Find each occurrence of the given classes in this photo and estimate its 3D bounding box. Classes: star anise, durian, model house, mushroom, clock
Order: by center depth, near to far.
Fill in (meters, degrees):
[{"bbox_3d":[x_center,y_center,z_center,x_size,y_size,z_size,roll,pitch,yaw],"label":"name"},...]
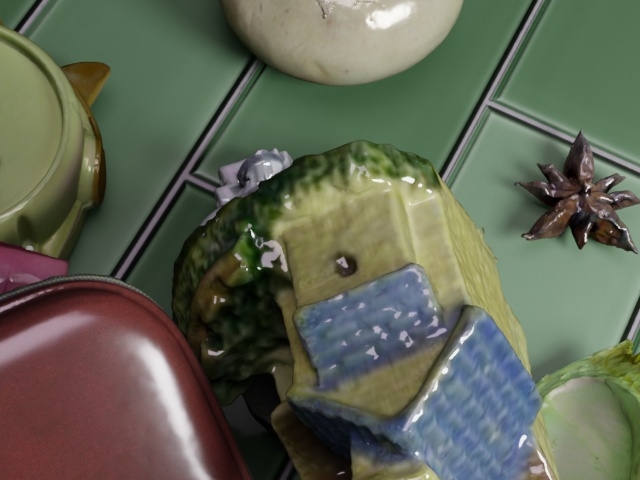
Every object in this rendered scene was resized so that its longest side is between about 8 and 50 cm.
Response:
[{"bbox_3d":[0.041,0.134,1.138,0.261,0.321,0.266,-25,47,10],"label":"model house"},{"bbox_3d":[0.182,0.237,1.224,0.198,0.163,0.394,39,71,18],"label":"durian"},{"bbox_3d":[-0.342,-0.074,1.364,0.286,0.117,0.348,26,63,8],"label":"clock"},{"bbox_3d":[0.247,-0.049,1.439,0.124,0.056,0.129,8,61,0],"label":"star anise"},{"bbox_3d":[0.018,-0.275,1.465,0.246,0.202,0.246,-1,53,2],"label":"mushroom"}]

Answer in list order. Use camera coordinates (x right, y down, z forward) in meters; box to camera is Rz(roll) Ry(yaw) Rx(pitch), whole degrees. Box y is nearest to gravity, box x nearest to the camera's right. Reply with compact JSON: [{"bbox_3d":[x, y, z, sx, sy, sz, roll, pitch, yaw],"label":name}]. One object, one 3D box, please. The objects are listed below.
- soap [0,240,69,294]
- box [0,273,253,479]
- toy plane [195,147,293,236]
[{"bbox_3d":[-0.315,0.138,1.175,0.220,0.127,0.325,27,90,-19],"label":"soap"},{"bbox_3d":[-0.169,0.228,1.107,0.263,0.108,0.404,-26,103,-13],"label":"box"},{"bbox_3d":[0.000,-0.003,1.358,0.252,0.118,0.252,-1,44,1],"label":"toy plane"}]
